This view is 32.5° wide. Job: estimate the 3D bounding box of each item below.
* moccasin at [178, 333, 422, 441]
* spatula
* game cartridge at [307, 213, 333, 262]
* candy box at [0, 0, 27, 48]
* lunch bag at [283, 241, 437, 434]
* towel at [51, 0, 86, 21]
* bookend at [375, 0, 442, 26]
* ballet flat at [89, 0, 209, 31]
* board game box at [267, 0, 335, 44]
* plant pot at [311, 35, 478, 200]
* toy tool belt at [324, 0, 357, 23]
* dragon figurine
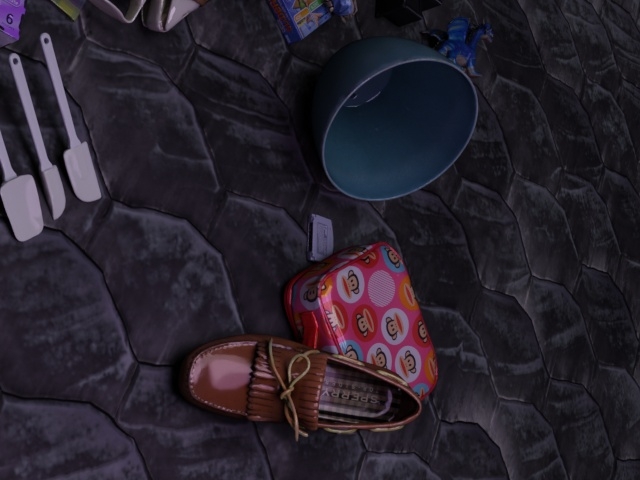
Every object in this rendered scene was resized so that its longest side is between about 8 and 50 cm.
[{"bbox_3d":[-0.026,0.226,1.639,0.380,0.147,0.139,18,83,-24],"label":"moccasin"},{"bbox_3d":[-0.375,-0.137,1.442,0.168,0.019,0.242,-35,121,-45],"label":"spatula"},{"bbox_3d":[0.000,0.000,1.894,0.056,0.017,0.083,18,67,-43],"label":"game cartridge"},{"bbox_3d":[-0.452,-0.368,1.401,0.165,0.070,0.196,28,60,-44],"label":"candy box"},{"bbox_3d":[0.062,0.170,1.838,0.258,0.120,0.293,-29,104,-46],"label":"lunch bag"},{"bbox_3d":[-0.357,-0.360,1.563,0.060,0.009,0.083,39,53,-38],"label":"towel"},{"bbox_3d":[0.188,-0.494,2.205,0.156,0.072,0.157,25,63,-45],"label":"bookend"},{"bbox_3d":[-0.261,-0.377,1.610,0.342,0.116,0.124,4,98,-56],"label":"ballet flat"},{"bbox_3d":[-0.026,-0.453,1.966,0.201,0.035,0.136,-46,116,-46],"label":"board game box"},{"bbox_3d":[0.102,-0.241,1.913,0.290,0.290,0.195,29,22,-43],"label":"plant pot"},{"bbox_3d":[0.032,-0.433,1.961,0.083,0.052,0.051,60,34,-22],"label":"toy tool belt"},{"bbox_3d":[0.266,-0.408,2.266,0.289,0.085,0.144,0,80,-51],"label":"dragon figurine"}]
